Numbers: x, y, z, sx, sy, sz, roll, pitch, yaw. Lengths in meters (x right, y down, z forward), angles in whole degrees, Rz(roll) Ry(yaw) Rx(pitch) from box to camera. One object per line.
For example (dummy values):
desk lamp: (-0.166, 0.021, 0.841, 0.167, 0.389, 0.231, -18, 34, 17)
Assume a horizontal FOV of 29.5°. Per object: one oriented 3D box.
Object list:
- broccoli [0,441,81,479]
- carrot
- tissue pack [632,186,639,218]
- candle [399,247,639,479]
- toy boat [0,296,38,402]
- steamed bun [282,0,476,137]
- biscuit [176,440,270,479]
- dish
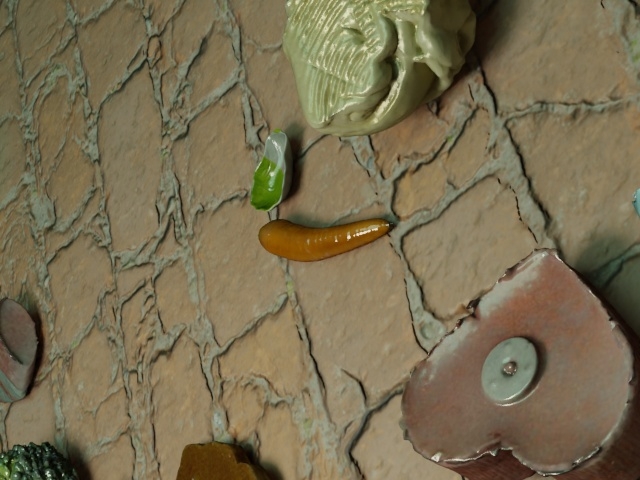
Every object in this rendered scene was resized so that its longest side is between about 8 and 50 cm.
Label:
broccoli: (-0.519, 0.500, 2.163, 0.177, 0.198, 0.275, 4, 86, 3)
carrot: (0.000, 0.000, 1.838, 0.271, 0.066, 0.062, 3, 124, 46)
tissue pack: (0.459, 0.021, 1.289, 0.177, 0.089, 0.263, -37, 51, 30)
candle: (0.260, 0.157, 1.445, 0.317, 0.131, 0.287, -10, 60, 40)
toy boat: (-0.662, 0.257, 2.487, 0.282, 0.096, 0.206, -44, 63, 43)
steamed bun: (0.096, -0.296, 1.721, 0.276, 0.203, 0.289, -4, 88, 39)
biscuit: (-0.164, 0.419, 1.892, 0.290, 0.041, 0.208, -13, 69, 50)
dish: (-0.067, -0.109, 1.958, 0.091, 0.039, 0.137, 0, 77, 53)
